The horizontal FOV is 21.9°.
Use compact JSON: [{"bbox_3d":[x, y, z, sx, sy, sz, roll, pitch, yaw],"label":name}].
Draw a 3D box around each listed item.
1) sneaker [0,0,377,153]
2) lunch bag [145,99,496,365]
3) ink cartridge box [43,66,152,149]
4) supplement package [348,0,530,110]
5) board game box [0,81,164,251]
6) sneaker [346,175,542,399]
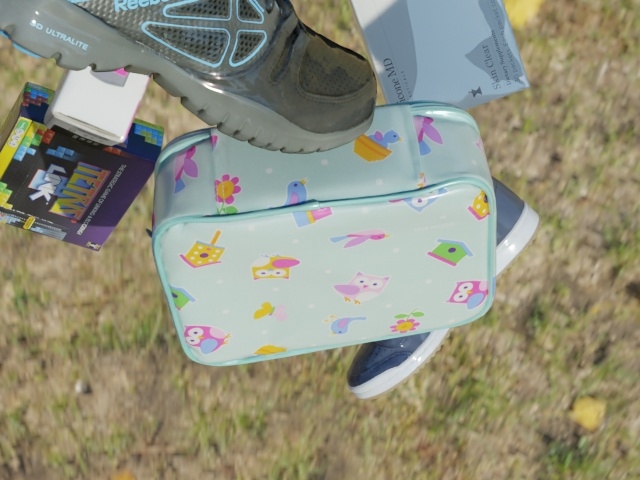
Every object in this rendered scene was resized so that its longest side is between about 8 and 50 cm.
[{"bbox_3d":[-0.071,-0.160,1.141,0.341,0.140,0.125,16,24,-42],"label":"sneaker"},{"bbox_3d":[0.000,0.000,1.333,0.279,0.224,0.108,-8,54,1],"label":"lunch bag"},{"bbox_3d":[-0.118,-0.251,1.286,0.069,0.176,0.371,21,87,-11],"label":"ink cartridge box"},{"bbox_3d":[0.095,-0.274,1.697,0.145,0.204,0.262,-20,108,4],"label":"supplement package"},{"bbox_3d":[-0.248,-0.067,1.597,0.141,0.170,0.048,18,52,-19],"label":"board game box"},{"bbox_3d":[0.094,0.029,1.786,0.153,0.099,0.282,44,87,-21],"label":"sneaker"}]
